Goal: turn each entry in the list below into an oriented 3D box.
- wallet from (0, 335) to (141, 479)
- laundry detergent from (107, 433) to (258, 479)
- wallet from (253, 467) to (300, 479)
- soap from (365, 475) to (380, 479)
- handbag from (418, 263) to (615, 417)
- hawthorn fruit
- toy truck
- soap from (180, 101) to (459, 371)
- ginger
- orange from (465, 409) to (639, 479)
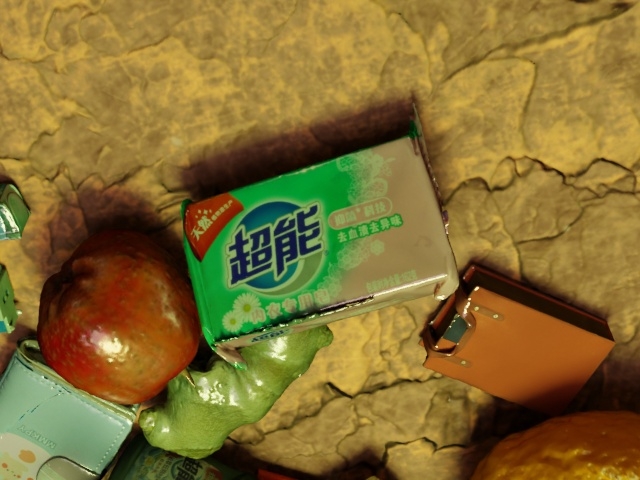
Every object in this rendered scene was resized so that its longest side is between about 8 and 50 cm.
[{"bbox_3d":[-0.339,0.247,1.412,0.176,0.075,0.250,30,117,-12],"label":"wallet"},{"bbox_3d":[-0.144,0.321,1.392,0.222,0.144,0.078,21,137,8],"label":"laundry detergent"},{"bbox_3d":[-0.007,0.369,1.494,0.204,0.045,0.142,17,120,-8],"label":"wallet"},{"bbox_3d":[0.101,0.396,1.459,0.092,0.037,0.252,-32,120,16],"label":"soap"},{"bbox_3d":[0.222,0.117,1.337,0.190,0.062,0.127,21,119,-16],"label":"handbag"},{"bbox_3d":[-0.203,0.093,1.261,0.200,0.179,0.179,38,114,-18],"label":"hawthorn fruit"},{"bbox_3d":[-0.353,0.022,1.285,0.081,0.067,0.175,-7,120,4],"label":"toy truck"},{"bbox_3d":[0.001,0.001,1.218,0.273,0.098,0.217,-16,74,9],"label":"soap"},{"bbox_3d":[-0.101,0.149,1.345,0.290,0.089,0.137,-39,101,23],"label":"ginger"},{"bbox_3d":[0.315,0.368,1.333,0.341,0.293,0.340,-3,133,-3],"label":"orange"}]
